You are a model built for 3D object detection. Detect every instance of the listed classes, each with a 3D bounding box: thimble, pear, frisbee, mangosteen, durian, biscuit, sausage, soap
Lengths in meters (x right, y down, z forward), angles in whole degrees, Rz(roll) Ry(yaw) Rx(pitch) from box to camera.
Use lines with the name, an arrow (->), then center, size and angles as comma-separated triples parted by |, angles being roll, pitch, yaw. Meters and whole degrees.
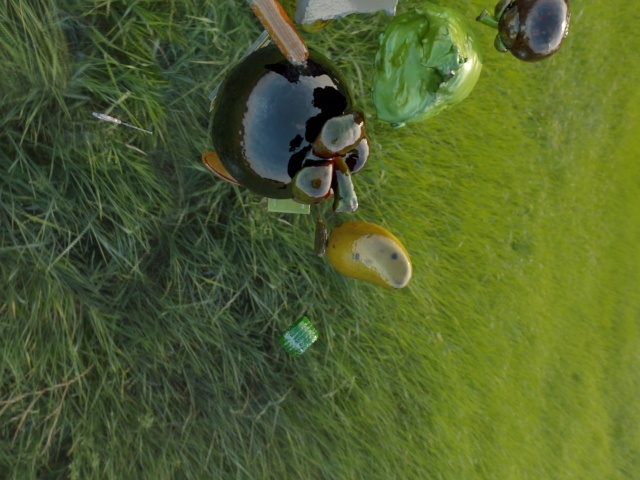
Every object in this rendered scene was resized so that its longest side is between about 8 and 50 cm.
thimble -> -0.068, 0.299, 1.512 | 0.118, 0.130, 0.090 | -42, 86, 3
pear -> -0.032, -0.937, 1.851 | 0.283, 0.283, 0.284 | -11, 114, -26
frisbee -> -0.276, -0.225, 1.514 | 0.192, 0.192, 0.035 | 36, 69, -35
mangosteen -> 0.430, -0.447, 1.034 | 0.156, 0.181, 0.146 | -12, 92, -64
durian -> 0.229, -0.370, 1.048 | 0.205, 0.255, 0.339 | 53, 39, 4
biscuit -> 0.000, 0.000, 1.480 | 0.019, 0.120, 0.130 | 0, 141, -14
sausage -> -0.127, -0.497, 0.978 | 0.053, 0.053, 0.348 | -36, 98, -13
soap -> 0.034, -0.640, 1.040 | 0.257, 0.159, 0.303 | -17, 76, -14
mangosteen -> -0.063, -0.252, 1.175 | 0.381, 0.435, 0.382 | -25, 145, -18

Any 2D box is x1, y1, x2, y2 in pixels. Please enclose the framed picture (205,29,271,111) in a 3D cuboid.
framed picture -> -0.234, -0.522, 1.455 | 0.020, 0.240, 0.324 | 40, 86, -16

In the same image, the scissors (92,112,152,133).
scissors -> -0.651, -0.387, 1.609 | 0.188, 0.100, 0.015 | 15, 95, -26

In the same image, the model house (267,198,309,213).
model house -> -0.133, -0.266, 1.677 | 0.299, 0.340, 0.324 | 3, 80, -1

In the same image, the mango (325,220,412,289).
mango -> 0.088, 0.024, 0.904 | 0.090, 0.177, 0.115 | -25, 121, -43
